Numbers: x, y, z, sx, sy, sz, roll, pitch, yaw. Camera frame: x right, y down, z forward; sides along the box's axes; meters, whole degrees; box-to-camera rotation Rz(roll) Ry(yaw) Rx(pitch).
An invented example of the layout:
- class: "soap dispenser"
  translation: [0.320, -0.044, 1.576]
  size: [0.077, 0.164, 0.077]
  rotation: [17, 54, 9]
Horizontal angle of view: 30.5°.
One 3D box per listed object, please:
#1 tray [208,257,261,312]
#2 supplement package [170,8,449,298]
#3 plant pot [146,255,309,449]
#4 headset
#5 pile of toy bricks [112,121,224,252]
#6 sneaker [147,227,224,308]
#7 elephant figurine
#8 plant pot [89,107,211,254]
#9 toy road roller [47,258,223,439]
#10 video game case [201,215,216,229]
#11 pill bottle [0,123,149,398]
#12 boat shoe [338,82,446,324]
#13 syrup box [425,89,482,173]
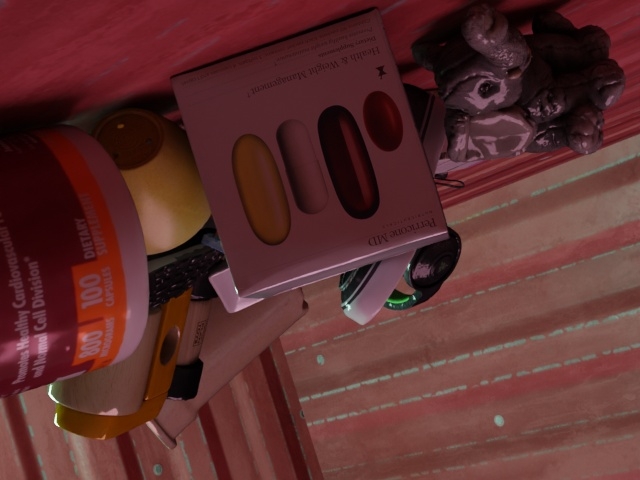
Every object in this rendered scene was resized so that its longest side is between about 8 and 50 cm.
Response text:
- class: "tray"
  translation: [0.000, 0.000, 1.368]
  size: [0.270, 0.030, 0.145]
  rotation: [-24, 158, -4]
- class: "supplement package"
  translation: [-0.004, -0.070, 1.065]
  size: [0.194, 0.203, 0.149]
  rotation: [-19, 176, 5]
- class: "plant pot"
  translation: [-0.199, 0.105, 1.839]
  size: [0.305, 0.333, 0.334]
  rotation: [-34, 178, -7]
- class: "headset"
  translation: [0.137, -0.022, 2.141]
  size: [0.185, 0.243, 0.394]
  rotation: [-19, 156, -34]
- class: "pile of toy bricks"
  translation: [-0.141, -0.067, 1.205]
  size: [0.212, 0.105, 0.118]
  rotation: [23, -175, 15]
- class: "sneaker"
  translation: [-0.227, 0.013, 1.225]
  size: [0.283, 0.124, 0.107]
  rotation: [-21, 161, -40]
- class: "elephant figurine"
  translation: [0.169, -0.162, 1.168]
  size: [0.239, 0.186, 0.169]
  rotation: [-2, -150, -36]
- class: "plant pot"
  translation: [-0.168, -0.067, 1.079]
  size: [0.134, 0.134, 0.095]
  rotation: [-17, 151, -6]
- class: "toy road roller"
  translation: [-0.287, 0.104, 1.514]
  size: [0.241, 0.202, 0.329]
  rotation: [16, -171, 14]
- class: "video game case"
  translation: [-0.154, -0.009, 1.432]
  size: [0.285, 0.025, 0.204]
  rotation: [0, 175, -28]
- class: "pill bottle"
  translation: [-0.358, 0.044, 0.946]
  size: [0.392, 0.224, 0.224]
  rotation: [-15, 175, -33]
- class: "boat shoe"
  translation: [0.056, -0.053, 1.221]
  size: [0.102, 0.301, 0.108]
  rotation: [27, 147, -12]
- class: "syrup box"
  translation: [0.146, -0.138, 1.519]
  size: [0.096, 0.093, 0.237]
  rotation: [-22, 174, 41]
